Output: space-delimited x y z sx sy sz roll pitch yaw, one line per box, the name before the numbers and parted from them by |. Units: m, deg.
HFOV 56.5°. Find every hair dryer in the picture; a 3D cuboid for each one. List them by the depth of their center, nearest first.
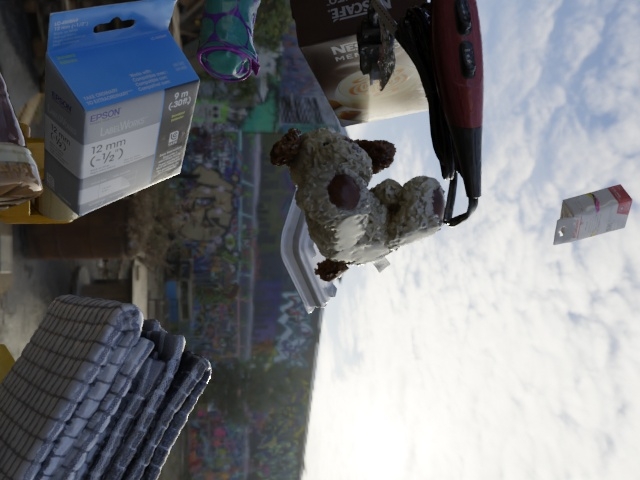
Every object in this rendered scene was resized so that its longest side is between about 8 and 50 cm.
hair dryer | 0.098 -0.167 0.402 0.293 0.080 0.223 89 -20 -58

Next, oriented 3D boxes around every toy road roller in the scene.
toy road roller | -0.654 -0.179 1.244 0.202 0.330 0.240 128 -43 -52

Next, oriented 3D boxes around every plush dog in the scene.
plush dog | 0.034 -0.079 0.937 0.210 0.263 0.225 -46 -128 43

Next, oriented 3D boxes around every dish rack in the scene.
dish rack | 0.000 0.000 1.493 0.332 0.072 0.285 68 32 -52

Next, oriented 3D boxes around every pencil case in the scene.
pencil case | -0.096 -0.254 0.666 0.064 0.070 0.151 123 -26 -65

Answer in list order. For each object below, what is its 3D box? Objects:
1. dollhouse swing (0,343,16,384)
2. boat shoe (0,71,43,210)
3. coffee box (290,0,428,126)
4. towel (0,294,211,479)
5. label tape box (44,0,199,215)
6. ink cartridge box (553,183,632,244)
dollhouse swing | -0.666 0.406 1.032 0.315 0.305 0.346 31 -58 41
boat shoe | -0.373 -0.063 0.485 0.123 0.342 0.123 -15 94 -63
coffee box | 0.061 -0.233 0.717 0.246 0.141 0.098 34 47 -74
towel | -0.249 0.197 0.575 0.235 0.121 0.283 -5 -127 50
label tape box | -0.350 -0.238 1.066 0.115 0.249 0.347 41 -47 15
ink cartridge box | 0.704 -0.065 1.575 0.115 0.198 0.067 74 1 -48
